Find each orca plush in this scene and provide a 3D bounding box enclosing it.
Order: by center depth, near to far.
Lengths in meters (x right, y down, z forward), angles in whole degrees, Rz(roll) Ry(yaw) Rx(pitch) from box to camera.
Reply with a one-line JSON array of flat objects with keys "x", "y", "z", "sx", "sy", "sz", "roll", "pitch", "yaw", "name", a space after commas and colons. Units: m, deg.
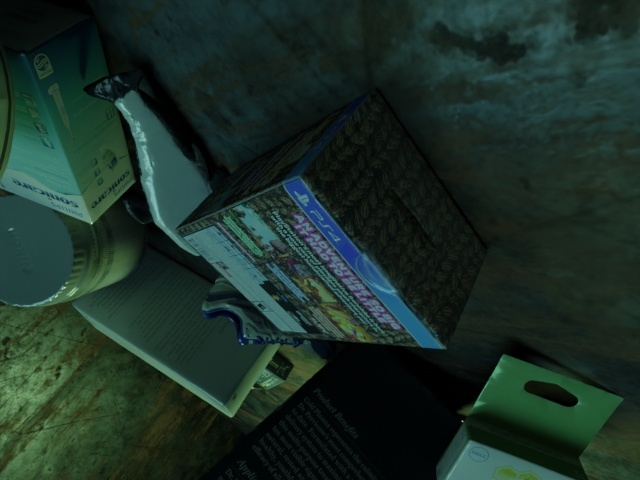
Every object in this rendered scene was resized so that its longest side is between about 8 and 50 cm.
[{"x": -0.244, "y": -0.112, "z": 0.644, "sx": 0.287, "sy": 0.151, "sz": 0.102, "roll": 55, "pitch": 175, "yaw": -35, "name": "orca plush"}]

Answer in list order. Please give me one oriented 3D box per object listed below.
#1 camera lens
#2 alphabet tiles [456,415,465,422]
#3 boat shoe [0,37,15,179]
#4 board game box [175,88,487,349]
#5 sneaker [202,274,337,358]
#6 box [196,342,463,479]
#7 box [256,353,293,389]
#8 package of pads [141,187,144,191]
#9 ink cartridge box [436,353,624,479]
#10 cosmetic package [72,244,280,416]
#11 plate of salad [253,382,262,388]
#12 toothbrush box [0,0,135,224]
[{"x": -0.504, "y": 0.004, "z": 0.850, "sx": 0.220, "sy": 0.219, "sz": 0.274, "roll": 36, "pitch": -173, "yaw": -1, "name": "camera lens"}, {"x": 0.418, "y": 0.488, "z": 0.914, "sx": 0.285, "sy": 0.011, "sz": 0.342, "roll": -7, "pitch": 130, "yaw": 48, "name": "alphabet tiles"}, {"x": -0.428, "y": -0.262, "z": 0.377, "sx": 0.187, "sy": 0.156, "sz": 0.499, "roll": 13, "pitch": 119, "yaw": 8, "name": "boat shoe"}, {"x": 0.000, "y": 0.000, "z": 0.517, "sx": 0.291, "sy": 0.141, "sz": 0.232, "roll": -12, "pitch": 126, "yaw": 51, "name": "board game box"}, {"x": -0.112, "y": 0.186, "z": 0.894, "sx": 0.297, "sy": 0.130, "sz": 0.111, "roll": 31, "pitch": 147, "yaw": 4, "name": "sneaker"}, {"x": -0.003, "y": 0.505, "z": 0.836, "sx": 0.297, "sy": 0.472, "sz": 0.479, "roll": 44, "pitch": 153, "yaw": 23, "name": "box"}, {"x": -0.200, "y": 0.383, "z": 1.317, "sx": 0.184, "sy": 0.059, "sz": 0.232, "roll": 36, "pitch": 148, "yaw": -1, "name": "box"}, {"x": -0.303, "y": -0.075, "z": 0.814, "sx": 0.050, "sy": 0.032, "sz": 0.083, "roll": 16, "pitch": 145, "yaw": 26, "name": "package of pads"}, {"x": 0.288, "y": 0.291, "z": 0.589, "sx": 0.171, "sy": 0.056, "sz": 0.234, "roll": 20, "pitch": 116, "yaw": 5, "name": "ink cartridge box"}, {"x": -0.350, "y": 0.215, "z": 1.069, "sx": 0.454, "sy": 0.230, "sz": 0.161, "roll": 28, "pitch": 149, "yaw": 13, "name": "cosmetic package"}, {"x": -0.286, "y": 0.463, "z": 1.475, "sx": 0.200, "sy": 0.048, "sz": 0.200, "roll": 28, "pitch": 169, "yaw": 6, "name": "plate of salad"}, {"x": -0.427, "y": -0.192, "z": 0.621, "sx": 0.217, "sy": 0.126, "sz": 0.295, "roll": 20, "pitch": 139, "yaw": 7, "name": "toothbrush box"}]
